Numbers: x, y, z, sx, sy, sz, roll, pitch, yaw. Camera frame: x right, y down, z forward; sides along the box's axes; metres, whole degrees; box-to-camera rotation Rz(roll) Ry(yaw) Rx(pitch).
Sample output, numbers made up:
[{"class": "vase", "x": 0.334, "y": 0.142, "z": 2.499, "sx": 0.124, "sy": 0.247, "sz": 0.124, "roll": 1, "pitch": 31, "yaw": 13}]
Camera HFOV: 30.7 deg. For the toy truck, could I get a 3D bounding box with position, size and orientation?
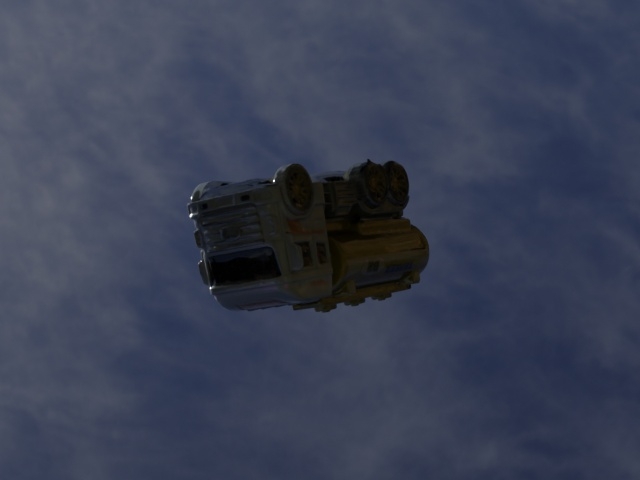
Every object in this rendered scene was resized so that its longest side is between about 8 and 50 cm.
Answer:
[{"class": "toy truck", "x": 0.000, "y": 0.000, "z": 0.502, "sx": 0.123, "sy": 0.052, "sz": 0.062, "roll": -8, "pitch": -92, "yaw": -56}]
